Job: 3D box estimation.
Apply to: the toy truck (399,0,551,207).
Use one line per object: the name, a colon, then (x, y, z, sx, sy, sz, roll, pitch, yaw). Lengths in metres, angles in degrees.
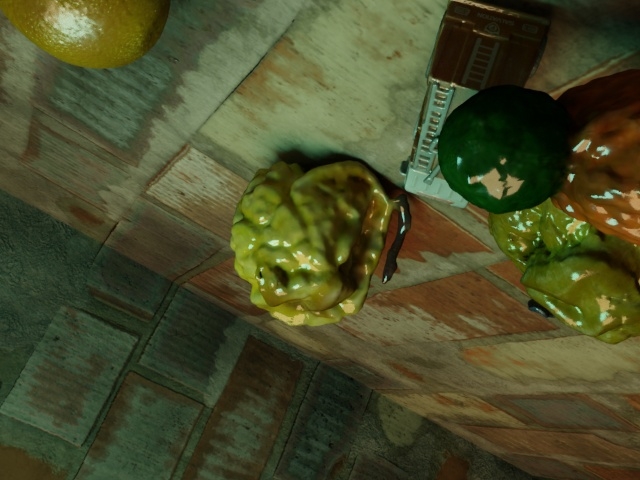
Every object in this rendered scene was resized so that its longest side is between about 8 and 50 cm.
toy truck: (0.192, -0.161, 0.837, 0.136, 0.162, 0.305, 19, 156, 9)

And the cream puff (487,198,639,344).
cream puff: (0.394, 0.021, 0.913, 0.323, 0.274, 0.270, 37, 143, -21)

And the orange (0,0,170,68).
orange: (-0.322, -0.348, 0.842, 0.237, 0.236, 0.236, 19, 156, 9)

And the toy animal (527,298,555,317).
toy animal: (0.483, 0.086, 1.123, 0.239, 0.255, 0.176, -19, 119, 1)

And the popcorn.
popcorn: (0.000, 0.000, 1.229, 0.382, 0.348, 0.349, -16, 142, 18)

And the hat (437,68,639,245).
hat: (0.336, -0.096, 0.601, 0.401, 0.285, 0.285, 3, 159, -13)
